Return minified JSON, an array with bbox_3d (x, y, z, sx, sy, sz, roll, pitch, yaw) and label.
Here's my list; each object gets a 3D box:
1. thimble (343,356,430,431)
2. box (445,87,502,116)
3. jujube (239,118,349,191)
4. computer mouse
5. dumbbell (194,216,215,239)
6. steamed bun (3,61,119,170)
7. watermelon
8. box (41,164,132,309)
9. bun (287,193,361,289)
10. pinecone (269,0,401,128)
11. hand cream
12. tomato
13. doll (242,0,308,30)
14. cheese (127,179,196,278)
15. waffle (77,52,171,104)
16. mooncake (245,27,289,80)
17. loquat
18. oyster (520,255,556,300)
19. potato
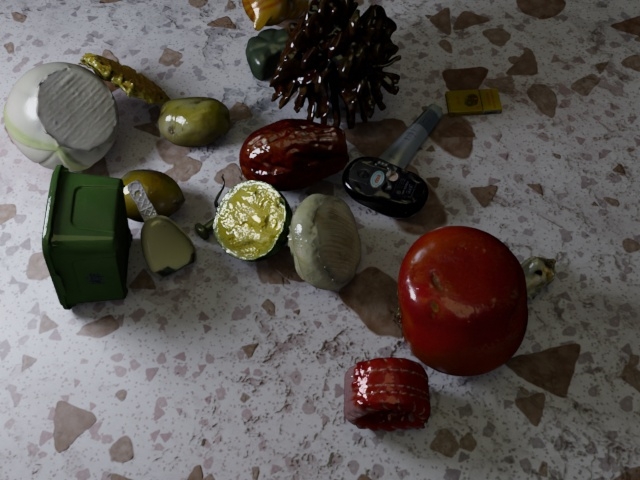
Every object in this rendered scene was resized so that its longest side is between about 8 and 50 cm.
[{"bbox_3d":[0.144,0.339,1.542,0.189,0.163,0.125,-1,57,1],"label":"thimble"},{"bbox_3d":[0.450,-0.407,2.067,0.155,0.023,0.087,-3,61,0],"label":"box"},{"bbox_3d":[-0.070,-0.225,1.871,0.290,0.197,0.197,-9,58,5],"label":"jujube"},{"bbox_3d":[0.169,-0.135,1.871,0.233,0.096,0.137,24,67,11],"label":"computer mouse"},{"bbox_3d":[-0.276,-0.050,1.864,0.118,0.046,0.052,-36,59,-17],"label":"dumbbell"},{"bbox_3d":[-0.723,-0.331,1.935,0.309,0.309,0.309,-1,59,2],"label":"steamed bun"},{"bbox_3d":[-0.164,-0.047,1.801,0.232,0.127,0.204,13,88,29],"label":"watermelon"},{"bbox_3d":[-0.553,-0.001,1.696,0.177,0.329,0.253,1,60,-12],"label":"box"},{"bbox_3d":[0.000,0.000,1.733,0.141,0.239,0.239,-10,54,28],"label":"bun"},{"bbox_3d":[0.047,-0.484,1.937,0.397,0.398,0.398,-1,59,2],"label":"pinecone"},{"bbox_3d":[0.260,-0.290,1.991,0.079,0.048,0.255,30,67,24],"label":"hand cream"},{"bbox_3d":[0.321,0.140,1.593,0.289,0.293,0.325,-1,49,15],"label":"tomato"},{"bbox_3d":[-0.144,-0.756,2.186,0.162,0.269,0.167,-31,100,24],"label":"doll"},{"bbox_3d":[-0.414,-0.035,1.773,0.127,0.054,0.251,-28,102,-15],"label":"cheese"},{"bbox_3d":[-0.558,-0.464,2.034,0.245,0.254,0.052,36,103,19],"label":"waffle"},{"bbox_3d":[-0.142,-0.566,2.142,0.168,0.104,0.175,30,67,12],"label":"mooncake"},{"bbox_3d":[-0.452,-0.116,1.850,0.195,0.152,0.152,15,60,3],"label":"loquat"},{"bbox_3d":[0.518,0.090,1.748,0.121,0.045,0.146,16,68,8],"label":"oyster"},{"bbox_3d":[-0.357,-0.341,1.990,0.200,0.137,0.155,1,58,5],"label":"potato"}]
